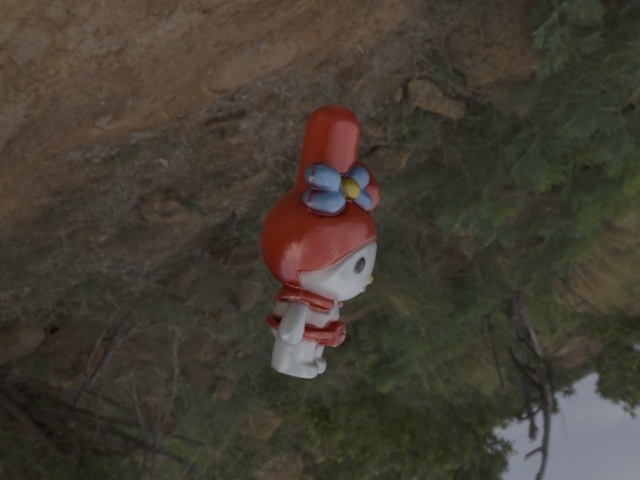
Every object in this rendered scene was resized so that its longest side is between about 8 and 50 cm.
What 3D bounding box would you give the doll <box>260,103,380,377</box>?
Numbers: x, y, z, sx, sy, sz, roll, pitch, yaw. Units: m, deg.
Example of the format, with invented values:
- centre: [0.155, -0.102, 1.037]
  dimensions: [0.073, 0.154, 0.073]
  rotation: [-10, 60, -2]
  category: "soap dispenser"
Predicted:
- centre: [0.000, 0.000, 0.714]
  dimensions: [0.130, 0.290, 0.161]
  rotation: [11, 179, 16]
  category: "doll"
